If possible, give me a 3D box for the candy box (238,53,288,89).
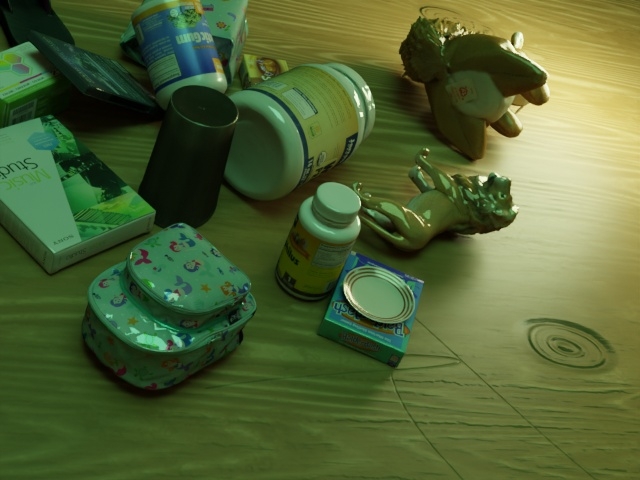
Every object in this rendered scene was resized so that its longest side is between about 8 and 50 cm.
[{"bbox_3d":[-0.120,-0.351,2.266,0.109,0.053,0.186,6,41,-21],"label":"candy box"}]

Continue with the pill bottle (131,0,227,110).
[{"bbox_3d":[-0.283,-0.361,2.045,0.152,0.152,0.272,-17,87,-39],"label":"pill bottle"}]

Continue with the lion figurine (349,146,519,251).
[{"bbox_3d":[0.224,-0.058,2.064,0.392,0.142,0.240,-31,70,-29],"label":"lion figurine"}]

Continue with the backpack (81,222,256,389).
[{"bbox_3d":[-0.249,0.109,1.585,0.225,0.191,0.253,41,47,19],"label":"backpack"}]

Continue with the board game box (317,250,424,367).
[{"bbox_3d":[0.098,0.124,1.837,0.160,0.047,0.210,23,40,-1],"label":"board game box"}]

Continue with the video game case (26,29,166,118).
[{"bbox_3d":[-0.448,-0.335,2.008,0.196,0.026,0.274,43,15,22],"label":"video game case"}]

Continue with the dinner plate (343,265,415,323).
[{"bbox_3d":[0.107,0.103,1.813,0.141,0.017,0.141,13,40,-11],"label":"dinner plate"}]

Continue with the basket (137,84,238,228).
[{"bbox_3d":[-0.244,-0.166,1.856,0.154,0.227,0.204,20,38,-4],"label":"basket"}]

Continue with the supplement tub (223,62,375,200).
[{"bbox_3d":[-0.051,-0.235,2.027,0.228,0.228,0.316,38,42,17],"label":"supplement tub"}]

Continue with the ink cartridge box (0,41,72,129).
[{"bbox_3d":[-0.650,-0.331,1.945,0.255,0.097,0.189,35,40,12],"label":"ink cartridge box"}]

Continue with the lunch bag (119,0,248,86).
[{"bbox_3d":[-0.308,-0.484,2.245,0.262,0.160,0.223,9,45,2],"label":"lunch bag"}]

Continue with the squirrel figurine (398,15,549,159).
[{"bbox_3d":[0.391,-0.437,2.455,0.397,0.281,0.370,35,34,10],"label":"squirrel figurine"}]

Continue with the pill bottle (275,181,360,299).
[{"bbox_3d":[0.000,0.000,1.796,0.117,0.215,0.117,14,39,-12],"label":"pill bottle"}]

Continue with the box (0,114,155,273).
[{"bbox_3d":[-0.491,-0.094,1.786,0.322,0.058,0.232,41,42,20],"label":"box"}]

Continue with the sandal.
[{"bbox_3d":[-0.667,-0.552,2.179,0.167,0.107,0.446,-16,53,-38],"label":"sandal"}]
